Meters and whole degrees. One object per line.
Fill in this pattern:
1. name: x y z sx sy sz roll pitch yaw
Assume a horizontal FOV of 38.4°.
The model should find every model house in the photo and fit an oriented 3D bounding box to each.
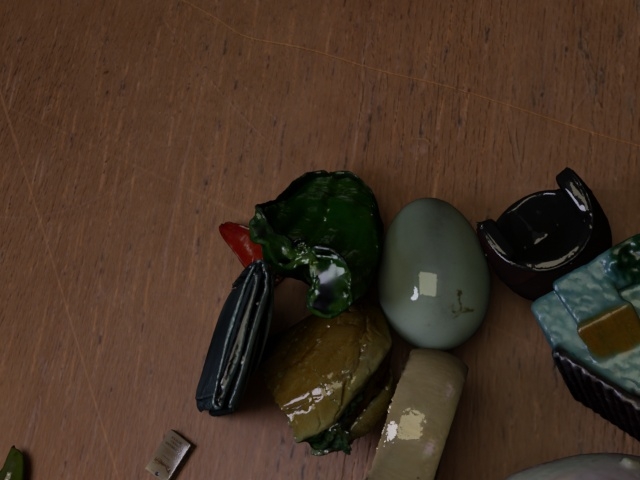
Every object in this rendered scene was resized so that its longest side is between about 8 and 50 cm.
1. model house: 0.458 0.171 1.289 0.230 0.280 0.249 -31 59 9

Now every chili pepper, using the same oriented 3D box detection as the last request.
1. chili pepper: -0.130 0.015 1.680 0.088 0.065 0.169 -41 58 -15
2. chili pepper: -0.006 0.009 1.489 0.213 0.385 0.168 4 110 3

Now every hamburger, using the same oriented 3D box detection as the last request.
1. hamburger: 0.024 0.194 1.456 0.211 0.132 0.309 -36 24 8

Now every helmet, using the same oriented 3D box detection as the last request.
1. helmet: 0.353 -0.001 1.432 0.189 0.193 0.216 -33 22 7

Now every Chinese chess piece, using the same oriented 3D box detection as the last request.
1. Chinese chess piece: 0.145 0.285 1.381 0.103 0.250 0.250 17 78 10

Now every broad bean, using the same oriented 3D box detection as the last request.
1. broad bean: -0.601 0.537 1.674 0.075 0.067 0.325 -4 71 51

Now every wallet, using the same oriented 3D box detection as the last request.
1. wallet: -0.137 0.168 1.497 0.075 0.342 0.237 15 76 -8

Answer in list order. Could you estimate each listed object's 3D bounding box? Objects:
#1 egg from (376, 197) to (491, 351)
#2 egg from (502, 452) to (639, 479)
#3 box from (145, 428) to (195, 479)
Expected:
1. egg: 0.181 0.051 1.484 0.182 0.183 0.264 -10 60 16
2. egg: 0.373 0.438 1.215 0.340 0.355 0.354 -38 62 -22
3. box: -0.265 0.383 1.621 0.053 0.024 0.083 31 86 26
